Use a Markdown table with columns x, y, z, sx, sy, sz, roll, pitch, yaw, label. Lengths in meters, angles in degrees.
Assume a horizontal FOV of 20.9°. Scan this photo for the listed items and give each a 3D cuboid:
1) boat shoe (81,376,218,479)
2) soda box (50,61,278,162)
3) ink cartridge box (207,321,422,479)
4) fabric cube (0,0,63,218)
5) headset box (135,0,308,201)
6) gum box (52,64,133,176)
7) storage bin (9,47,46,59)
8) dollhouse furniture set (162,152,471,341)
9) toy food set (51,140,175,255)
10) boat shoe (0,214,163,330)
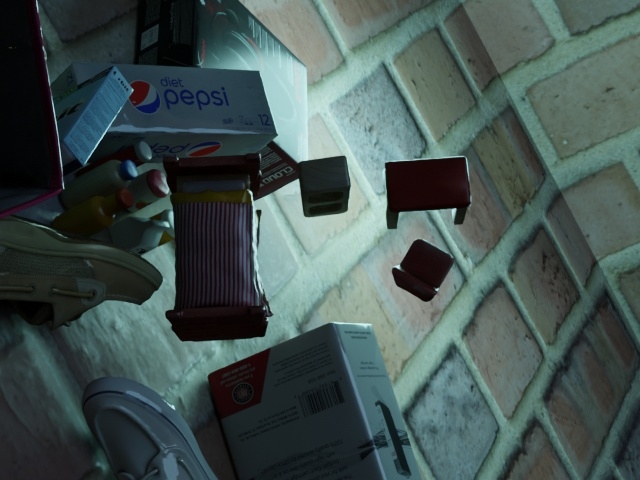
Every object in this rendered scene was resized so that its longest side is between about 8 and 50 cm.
| x | y | z | sx | sy | sz | roll | pitch | yaw | label |
| --- | --- | --- | --- | --- | --- | --- | --- | --- | --- |
| -0.181 | 0.269 | 1.937 | 0.267 | 0.096 | 0.088 | 61 | 20 | -28 | boat shoe |
| -0.198 | -0.156 | 2.162 | 0.286 | 0.091 | 0.098 | -3 | 68 | -39 | soda box |
| 0.001 | 0.261 | 2.155 | 0.114 | 0.197 | 0.273 | 8 | 61 | -61 | ink cartridge box |
| -0.399 | -0.135 | 1.399 | 0.254 | 0.258 | 0.259 | -26 | 117 | -49 | fabric cube |
| -0.125 | -0.212 | 2.431 | 0.293 | 0.110 | 0.218 | 42 | 35 | -39 | headset box |
| -0.307 | -0.111 | 1.951 | 0.041 | 0.157 | 0.184 | 54 | 28 | -20 | gum box |
| -0.441 | -0.226 | 1.842 | 0.260 | 0.123 | 0.262 | 55 | 27 | -21 | storage bin |
| 0.000 | 0.000 | 2.085 | 0.152 | 0.374 | 0.201 | 92 | -7 | -76 | dollhouse furniture set |
| -0.225 | -0.051 | 2.109 | 0.232 | 0.104 | 0.111 | 8 | 61 | -60 | toy food set |
| -0.304 | 0.038 | 1.902 | 0.341 | 0.121 | 0.110 | 21 | 85 | -55 | boat shoe |
